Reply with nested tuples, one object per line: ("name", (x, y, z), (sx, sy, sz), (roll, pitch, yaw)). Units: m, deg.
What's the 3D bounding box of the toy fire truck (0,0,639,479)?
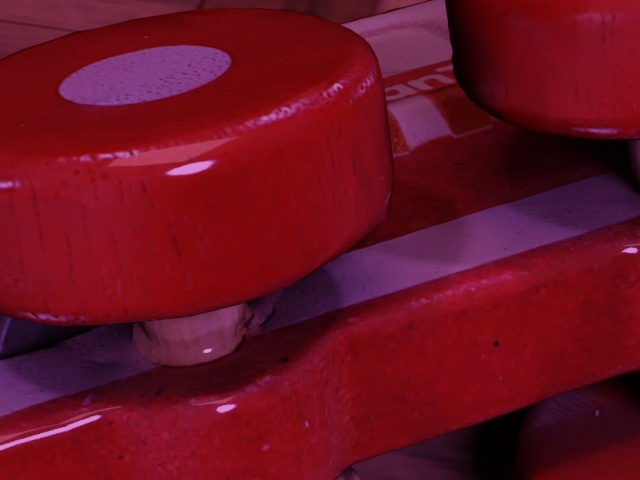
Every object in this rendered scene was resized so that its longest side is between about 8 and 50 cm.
("toy fire truck", (0.000, 0.000, 0.476), (0.302, 0.169, 0.254), (-18, 23, -17))
